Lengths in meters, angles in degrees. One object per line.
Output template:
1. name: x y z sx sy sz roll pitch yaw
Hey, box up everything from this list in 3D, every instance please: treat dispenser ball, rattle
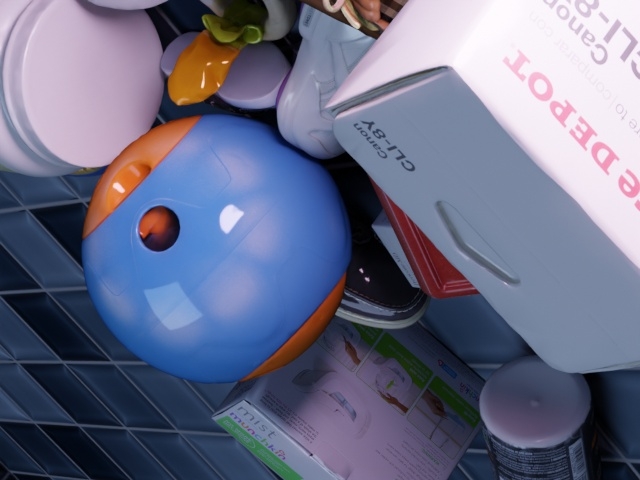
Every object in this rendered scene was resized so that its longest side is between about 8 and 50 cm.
1. treat dispenser ball: -0.109 0.009 1.959 0.288 0.288 0.288 29 152 17
2. rattle: -0.096 -0.239 1.818 0.130 0.143 0.200 56 159 3

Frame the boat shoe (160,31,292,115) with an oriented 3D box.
1. boat shoe: -0.088 -0.167 1.968 0.228 0.080 0.076 16 157 52

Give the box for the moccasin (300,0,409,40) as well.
1. moccasin: 0.057 -0.234 1.598 0.380 0.139 0.147 37 176 1

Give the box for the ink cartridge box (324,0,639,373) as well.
1. ink cartridge box: 0.230 -0.136 1.301 0.279 0.384 0.160 45 152 -16

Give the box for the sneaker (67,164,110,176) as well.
1. sneaker: -0.350 -0.135 2.352 0.296 0.112 0.131 19 165 35

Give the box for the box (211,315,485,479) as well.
1. box: 0.046 0.203 2.238 0.262 0.231 0.127 41 153 -8

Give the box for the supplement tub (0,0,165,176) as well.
1. supplement tub: -0.356 -0.194 2.087 0.325 0.235 0.235 9 142 43

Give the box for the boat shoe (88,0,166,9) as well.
1. boat shoe: -0.254 -0.325 1.923 0.267 0.096 0.088 31 159 30

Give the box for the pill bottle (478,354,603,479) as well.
1. pill bottle: 0.263 0.253 2.166 0.130 0.130 0.245 22 150 28

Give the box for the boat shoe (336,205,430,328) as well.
1. boat shoe: 0.000 0.000 2.117 0.285 0.103 0.092 35 159 17

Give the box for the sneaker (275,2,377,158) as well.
1. sneaker: 0.043 -0.153 1.801 0.152 0.114 0.305 33 153 11

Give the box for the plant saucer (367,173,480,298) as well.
1. plant saucer: 0.175 -0.040 1.773 0.258 0.047 0.259 -8 132 22

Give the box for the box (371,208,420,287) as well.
1. box: 0.130 -0.014 1.932 0.087 0.102 0.101 9 143 47
